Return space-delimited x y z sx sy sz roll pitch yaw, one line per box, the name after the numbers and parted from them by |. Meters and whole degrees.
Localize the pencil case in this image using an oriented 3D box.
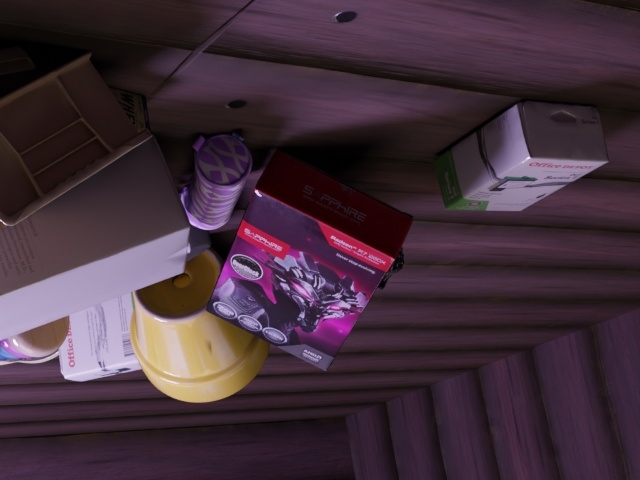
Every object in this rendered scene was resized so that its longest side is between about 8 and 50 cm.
-0.155 -0.082 1.779 0.088 0.086 0.206 27 156 -2 | pencil case

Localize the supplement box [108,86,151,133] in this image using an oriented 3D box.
-0.271 -0.147 1.535 0.083 0.056 0.083 -22 159 37 | supplement box

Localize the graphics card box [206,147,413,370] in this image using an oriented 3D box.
-0.027 0.041 1.921 0.232 0.094 0.371 27 144 -1 | graphics card box

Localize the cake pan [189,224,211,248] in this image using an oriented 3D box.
-0.300 0.034 1.973 0.293 0.054 0.293 -24 176 -2 | cake pan

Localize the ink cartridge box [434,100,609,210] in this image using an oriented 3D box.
0.304 -0.123 1.879 0.160 0.093 0.219 0 162 -30 | ink cartridge box

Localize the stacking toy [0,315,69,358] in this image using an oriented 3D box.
-0.621 0.168 2.311 0.330 0.141 0.141 -14 165 40 | stacking toy

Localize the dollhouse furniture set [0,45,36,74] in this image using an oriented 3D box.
-0.372 -0.173 1.344 0.114 0.081 0.091 -9 164 -1 | dollhouse furniture set

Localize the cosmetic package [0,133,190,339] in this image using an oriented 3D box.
-0.380 0.014 1.697 0.384 0.156 0.217 -21 166 -17 | cosmetic package

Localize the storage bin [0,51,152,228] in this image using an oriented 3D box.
-0.379 -0.072 1.410 0.262 0.123 0.260 -23 -167 41 | storage bin

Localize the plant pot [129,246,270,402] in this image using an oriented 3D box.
-0.227 0.126 2.196 0.253 0.254 0.239 -10 148 0 | plant pot

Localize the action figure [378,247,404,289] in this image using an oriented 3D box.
0.000 0.000 2.062 0.275 0.141 0.164 12 -176 28 | action figure

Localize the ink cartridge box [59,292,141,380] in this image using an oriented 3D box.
-0.398 0.179 2.397 0.208 0.153 0.087 -12 165 12 | ink cartridge box

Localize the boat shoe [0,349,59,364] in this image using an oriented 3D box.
-0.616 0.212 2.512 0.223 0.080 0.073 -11 169 21 | boat shoe
